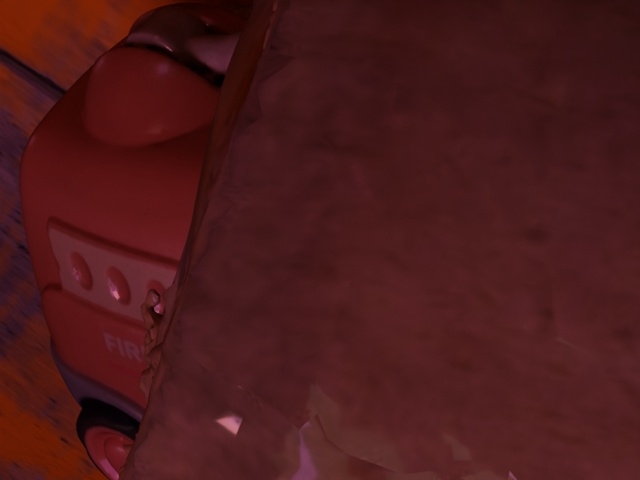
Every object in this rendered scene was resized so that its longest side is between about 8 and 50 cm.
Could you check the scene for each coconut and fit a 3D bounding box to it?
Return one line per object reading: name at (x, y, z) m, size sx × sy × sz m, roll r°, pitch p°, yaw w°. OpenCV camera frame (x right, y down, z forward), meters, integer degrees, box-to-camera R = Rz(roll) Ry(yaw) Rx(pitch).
coconut at (0.133, 0.033, 0.537) m, size 0.404 × 0.404 × 0.404 m, roll 25°, pitch 153°, yaw 14°

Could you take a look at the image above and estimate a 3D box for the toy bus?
toy bus at (0.000, 0.000, 0.852) m, size 0.287 × 0.194 × 0.232 m, roll 13°, pitch 136°, yaw 35°
